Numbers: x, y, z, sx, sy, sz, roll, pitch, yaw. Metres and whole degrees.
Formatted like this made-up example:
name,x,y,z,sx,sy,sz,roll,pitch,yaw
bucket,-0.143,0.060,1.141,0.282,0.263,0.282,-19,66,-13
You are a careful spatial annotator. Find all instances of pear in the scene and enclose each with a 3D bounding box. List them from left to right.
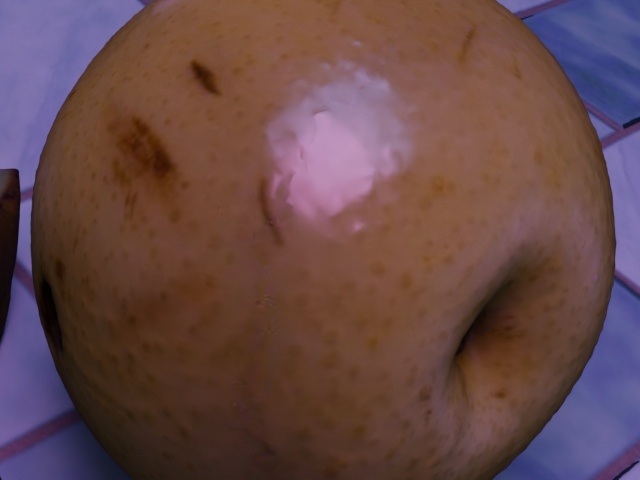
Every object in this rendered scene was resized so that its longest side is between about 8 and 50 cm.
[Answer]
name,x,y,z,sx,sy,sz,roll,pitch,yaw
pear,0.000,0.000,0.652,0.348,0.348,0.348,9,41,-8

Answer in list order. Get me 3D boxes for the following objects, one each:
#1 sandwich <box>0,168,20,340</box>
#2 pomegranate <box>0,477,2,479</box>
name,x,y,z,sx,sy,sz,roll,pitch,yaw
sandwich,-0.258,0.043,0.696,0.094,0.096,0.258,12,30,1
pomegranate,-0.229,0.185,0.544,0.152,0.131,0.191,5,64,-20
